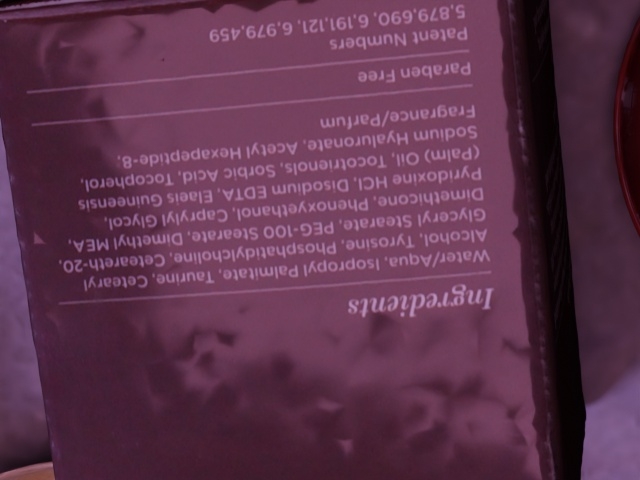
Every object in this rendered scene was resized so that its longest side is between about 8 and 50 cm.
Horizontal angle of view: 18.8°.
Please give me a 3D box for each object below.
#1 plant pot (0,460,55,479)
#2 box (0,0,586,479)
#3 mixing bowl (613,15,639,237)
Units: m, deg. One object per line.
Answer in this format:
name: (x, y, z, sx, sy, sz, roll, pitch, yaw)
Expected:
plant pot: (-0.083, 0.198, 0.805, 0.236, 0.032, 0.236, 2, 104, 10)
box: (0.000, 0.000, 0.667, 0.167, 0.168, 0.203, -4, 103, 10)
mixing bowl: (0.188, -0.038, 0.645, 0.181, 0.098, 0.181, 1, 94, 10)
